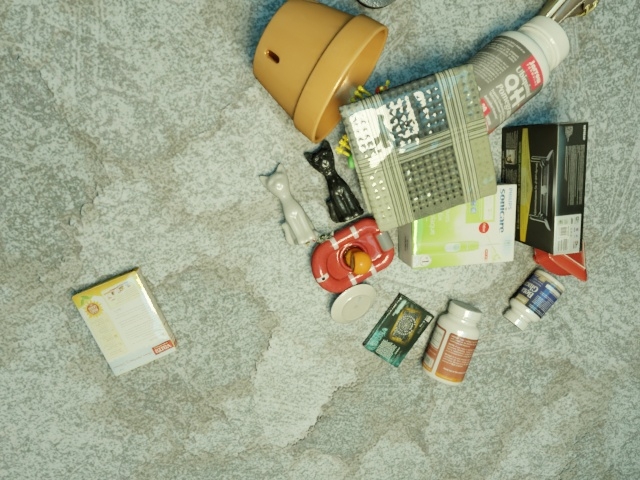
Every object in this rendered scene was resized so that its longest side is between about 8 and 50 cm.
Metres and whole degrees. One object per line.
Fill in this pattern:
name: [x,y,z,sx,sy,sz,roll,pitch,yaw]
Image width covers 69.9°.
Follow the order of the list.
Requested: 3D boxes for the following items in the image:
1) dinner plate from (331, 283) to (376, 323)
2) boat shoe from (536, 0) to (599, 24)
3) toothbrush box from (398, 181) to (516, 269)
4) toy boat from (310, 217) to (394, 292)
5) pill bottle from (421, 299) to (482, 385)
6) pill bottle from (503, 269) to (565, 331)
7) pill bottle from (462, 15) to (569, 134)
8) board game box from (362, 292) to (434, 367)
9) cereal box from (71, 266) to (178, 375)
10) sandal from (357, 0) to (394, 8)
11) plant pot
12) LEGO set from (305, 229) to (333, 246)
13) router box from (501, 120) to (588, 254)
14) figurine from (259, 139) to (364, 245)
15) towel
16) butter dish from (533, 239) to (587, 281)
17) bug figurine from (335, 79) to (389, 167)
dinner plate: [0.094,0.178,1.245,0.141,0.017,0.141,-18,131,-21]
boat shoe: [0.667,-0.631,1.149,0.096,0.116,0.324,42,87,-11]
toothbrush box: [0.358,-0.045,1.220,0.283,0.122,0.207,-4,102,-9]
toy boat: [0.088,0.048,1.182,0.231,0.151,0.151,-29,104,-2]
pill bottle: [0.376,0.286,1.292,0.121,0.121,0.216,16,99,-12]
pill bottle: [0.610,0.175,1.318,0.094,0.094,0.169,38,94,-14]
pill bottle: [0.439,-0.395,1.129,0.318,0.176,0.176,-41,105,1]
board game box: [0.223,0.258,1.312,0.126,0.026,0.186,34,95,-13]
cereal box: [-0.498,0.210,1.180,0.172,0.047,0.240,-22,105,-3]
sandal: [0.182,-0.648,1.107,0.254,0.054,0.097,-42,112,-8]
plant pot: [-0.012,-0.396,1.025,0.203,0.291,0.291,36,95,3]
LEGO set: [0.000,0.000,1.176,0.083,0.054,0.024,-25,91,35]
router box: [0.558,-0.140,1.168,0.080,0.243,0.309,-6,103,-7]
figurine: [-0.028,-0.119,1.171,0.214,0.092,0.210,-26,97,-2]
towel: [0.232,-0.204,1.062,0.312,0.056,0.325,-18,112,4]
butter dish: [0.657,0.034,1.290,0.160,0.118,0.160,28,57,-18]
bug figurine: [0.173,-0.248,1.128,0.278,0.072,0.216,23,107,-35]
